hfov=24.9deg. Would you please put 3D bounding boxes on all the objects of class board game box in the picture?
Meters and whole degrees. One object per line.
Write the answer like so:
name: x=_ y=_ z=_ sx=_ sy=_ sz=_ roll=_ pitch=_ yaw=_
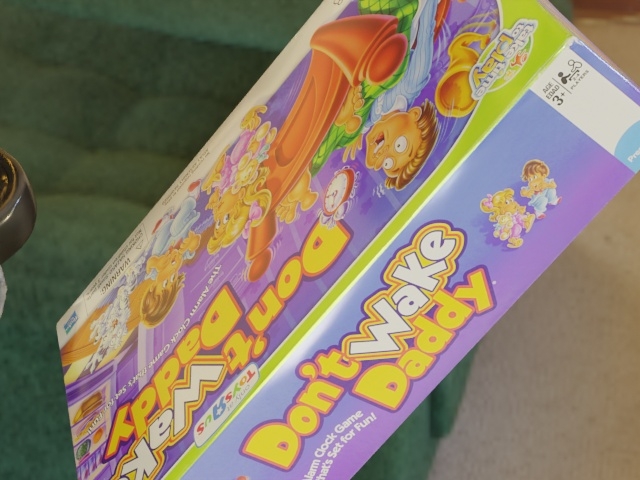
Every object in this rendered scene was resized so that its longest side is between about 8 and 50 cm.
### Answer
board game box: x=0.000 y=0.000 z=0.776 sx=0.078 sy=0.347 sz=0.233 roll=33 pitch=16 yaw=-28

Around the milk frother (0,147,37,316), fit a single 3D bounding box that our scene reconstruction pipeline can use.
milk frother: x=-0.214 y=-0.025 z=0.653 sx=0.134 sy=0.143 sz=0.129 roll=36 pitch=81 yaw=30
